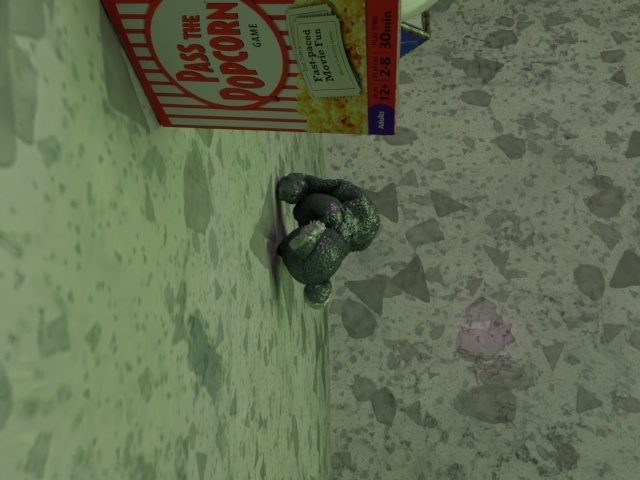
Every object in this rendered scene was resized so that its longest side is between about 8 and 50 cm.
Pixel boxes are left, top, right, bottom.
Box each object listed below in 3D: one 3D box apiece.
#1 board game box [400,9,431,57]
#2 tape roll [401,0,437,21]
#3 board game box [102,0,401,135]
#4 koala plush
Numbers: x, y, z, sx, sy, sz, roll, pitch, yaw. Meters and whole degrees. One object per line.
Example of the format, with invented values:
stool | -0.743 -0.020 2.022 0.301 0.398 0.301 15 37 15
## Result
board game box | 0.002 -0.389 0.645 0.141 0.232 0.291 -16 -107 54
tape roll | 0.002 -0.306 0.403 0.169 0.246 0.246 32 -44 49
board game box | -0.041 -0.144 0.352 0.147 0.193 0.045 79 19 -55
koala plush | 0.000 0.000 0.946 0.221 0.203 0.196 -66 154 -54
